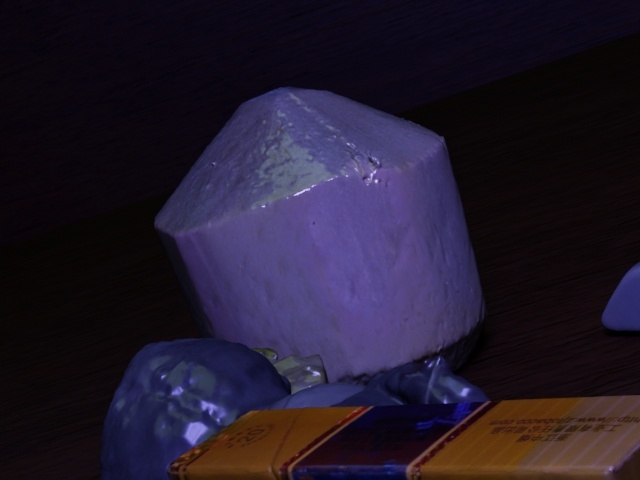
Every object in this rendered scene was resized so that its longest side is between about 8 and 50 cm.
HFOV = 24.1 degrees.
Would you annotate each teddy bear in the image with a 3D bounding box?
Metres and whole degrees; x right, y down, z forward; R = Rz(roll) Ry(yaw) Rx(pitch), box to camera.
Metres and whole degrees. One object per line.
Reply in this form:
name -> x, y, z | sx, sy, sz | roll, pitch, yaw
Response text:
teddy bear -> -0.010, 0.148, 0.814 | 0.251, 0.144, 0.171 | 12, 65, 41

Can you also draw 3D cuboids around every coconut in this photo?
coconut -> 0.000, 0.000, 1.156 | 0.239, 0.244, 0.239 | -20, 12, 4

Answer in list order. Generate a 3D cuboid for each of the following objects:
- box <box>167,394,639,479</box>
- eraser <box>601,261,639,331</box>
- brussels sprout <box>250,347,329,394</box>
box -> 0.057, 0.145, 0.613 | 0.237, 0.152, 0.070 | -8, 16, 43
eraser -> 0.330, 0.018, 0.969 | 0.089, 0.061, 0.352 | -27, 14, -35
brussels sprout -> -0.069, 0.139, 1.016 | 0.181, 0.100, 0.139 | -16, 22, 12
